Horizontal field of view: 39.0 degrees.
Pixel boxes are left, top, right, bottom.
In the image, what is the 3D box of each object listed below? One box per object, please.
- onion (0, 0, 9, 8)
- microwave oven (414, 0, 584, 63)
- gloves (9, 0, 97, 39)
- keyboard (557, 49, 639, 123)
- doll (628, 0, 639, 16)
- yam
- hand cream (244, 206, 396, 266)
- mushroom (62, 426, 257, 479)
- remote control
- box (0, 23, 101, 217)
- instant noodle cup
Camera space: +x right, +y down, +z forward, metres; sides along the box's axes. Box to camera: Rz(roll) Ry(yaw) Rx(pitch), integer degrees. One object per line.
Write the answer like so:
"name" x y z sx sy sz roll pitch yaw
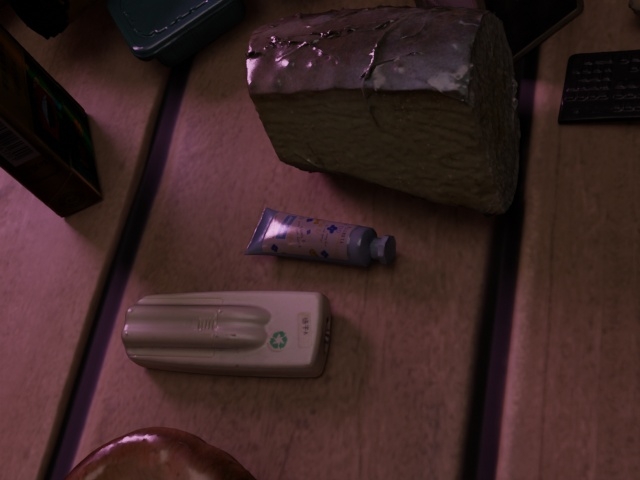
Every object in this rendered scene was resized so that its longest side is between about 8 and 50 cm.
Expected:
"onion" -0.576 -0.471 1.283 0.285 0.348 0.347 -23 44 60
"microwave oven" 0.170 -0.337 0.978 0.145 0.240 0.194 -37 56 0
"gloves" -0.311 -0.433 1.263 0.155 0.203 0.356 23 62 -10
"keyboard" 0.433 -0.158 0.897 0.381 0.041 0.103 4 65 23
"doll" 0.423 -0.309 0.941 0.149 0.175 0.278 -6 34 -26
"yam" 0.067 -0.150 0.957 0.271 0.202 0.201 2 42 24
"hand cream" 0.000 0.000 0.983 0.171 0.043 0.065 7 60 30
"mushroom" -0.152 0.310 0.813 0.278 0.146 0.278 -4 70 12
"remote control" -0.103 0.096 0.965 0.230 0.049 0.090 -1 65 19
"box" -0.362 -0.153 1.087 0.071 0.240 0.159 -26 57 7
"instant noodle cup" -0.183 -0.315 1.208 0.179 0.070 0.157 -35 55 1
